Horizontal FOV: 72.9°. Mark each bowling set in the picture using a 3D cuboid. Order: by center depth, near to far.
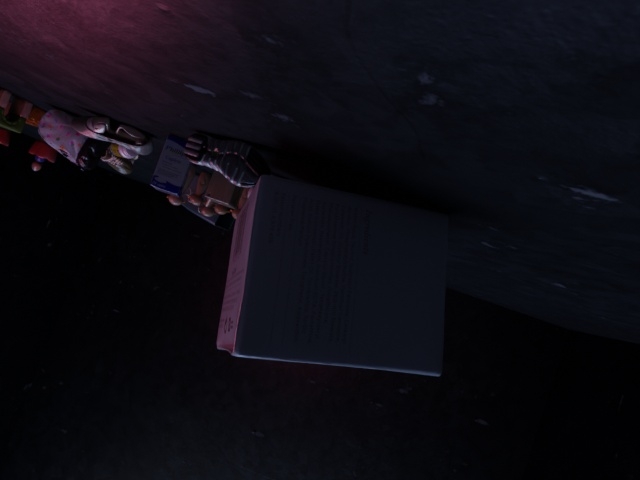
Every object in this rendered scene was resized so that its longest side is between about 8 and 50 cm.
[{"bbox_3d":[-0.386,-0.155,1.573,0.287,0.154,0.200,20,176,-7],"label":"bowling set"}]

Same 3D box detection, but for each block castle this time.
[{"bbox_3d":[-1.097,-0.392,1.365,0.303,0.212,0.453,19,177,11],"label":"block castle"}]

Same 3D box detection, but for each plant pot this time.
[{"bbox_3d":[-0.461,-0.173,1.762,0.235,0.165,0.166,26,178,11],"label":"plant pot"}]

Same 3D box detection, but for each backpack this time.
[{"bbox_3d":[-0.760,-0.322,1.334,0.182,0.151,0.115,32,170,-2],"label":"backpack"}]

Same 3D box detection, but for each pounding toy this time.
[{"bbox_3d":[-0.282,-0.152,1.251,0.100,0.130,0.141,20,177,1],"label":"pounding toy"}]

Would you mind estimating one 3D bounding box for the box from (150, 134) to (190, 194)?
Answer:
[{"bbox_3d":[-0.381,-0.190,1.134,0.072,0.137,0.126,19,177,-16],"label":"box"}]

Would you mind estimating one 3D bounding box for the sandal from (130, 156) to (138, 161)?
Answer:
[{"bbox_3d":[-0.712,-0.311,1.579,0.240,0.079,0.088,17,175,34],"label":"sandal"}]

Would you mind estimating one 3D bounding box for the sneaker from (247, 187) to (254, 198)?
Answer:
[{"bbox_3d":[-0.050,-0.096,1.105,0.256,0.094,0.151,11,-174,-21],"label":"sneaker"}]

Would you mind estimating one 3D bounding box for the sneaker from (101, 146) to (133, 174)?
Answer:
[{"bbox_3d":[-0.722,-0.288,1.470,0.192,0.064,0.086,52,-175,-34],"label":"sneaker"}]

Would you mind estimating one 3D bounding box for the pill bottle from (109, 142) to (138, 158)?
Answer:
[{"bbox_3d":[-0.636,-0.302,1.416,0.116,0.065,0.065,15,175,43],"label":"pill bottle"}]

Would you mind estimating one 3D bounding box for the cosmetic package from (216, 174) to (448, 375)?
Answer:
[{"bbox_3d":[0.012,0.094,0.926,0.394,0.326,0.329,10,166,-16],"label":"cosmetic package"}]

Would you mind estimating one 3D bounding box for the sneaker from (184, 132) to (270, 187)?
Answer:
[{"bbox_3d":[-0.172,-0.167,0.938,0.229,0.086,0.132,27,-174,26],"label":"sneaker"}]

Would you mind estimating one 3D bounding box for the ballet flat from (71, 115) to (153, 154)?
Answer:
[{"bbox_3d":[-0.557,-0.298,1.168,0.213,0.072,0.068,20,149,-16],"label":"ballet flat"}]

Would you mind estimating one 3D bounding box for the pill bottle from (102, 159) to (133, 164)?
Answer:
[{"bbox_3d":[-0.828,-0.343,1.738,0.137,0.078,0.078,23,175,-43],"label":"pill bottle"}]
